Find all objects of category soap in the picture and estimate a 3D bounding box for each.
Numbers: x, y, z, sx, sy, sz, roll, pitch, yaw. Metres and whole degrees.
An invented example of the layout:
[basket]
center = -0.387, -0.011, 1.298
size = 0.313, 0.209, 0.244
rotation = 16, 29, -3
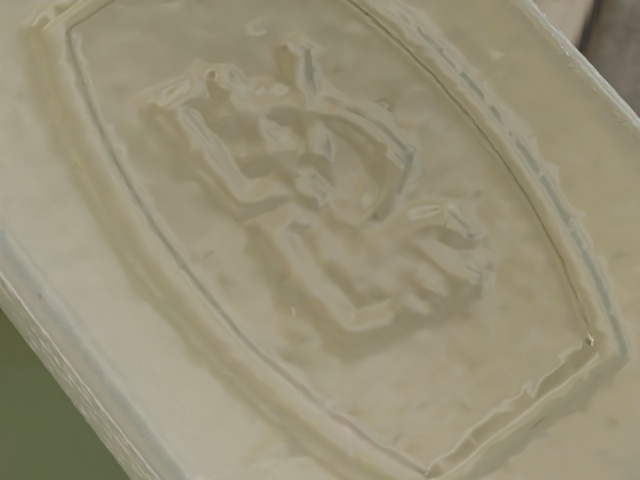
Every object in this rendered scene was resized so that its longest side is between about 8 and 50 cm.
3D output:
[soap]
center = 0.000, 0.000, 0.364
size = 0.121, 0.183, 0.064
rotation = -36, 165, -14
